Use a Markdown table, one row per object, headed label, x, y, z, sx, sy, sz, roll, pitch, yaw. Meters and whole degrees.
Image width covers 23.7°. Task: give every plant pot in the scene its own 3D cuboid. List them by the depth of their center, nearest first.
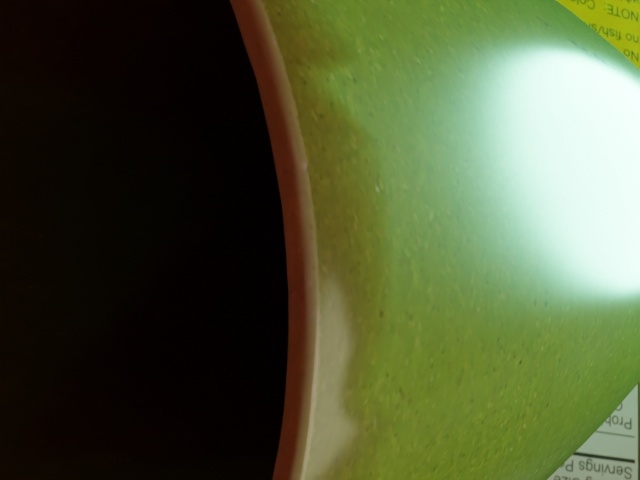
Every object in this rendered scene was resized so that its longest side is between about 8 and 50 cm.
| label | x | y | z | sx | sy | sz | roll | pitch | yaw |
| --- | --- | --- | --- | --- | --- | --- | --- | --- | --- |
| plant pot | 0.000 | 0.000 | 0.510 | 0.293 | 0.275 | 0.275 | -5 | 121 | -46 |

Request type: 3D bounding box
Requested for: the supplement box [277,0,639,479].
| label | x | y | z | sx | sy | sz | roll | pitch | yaw |
| --- | --- | --- | --- | --- | --- | --- | --- | --- | --- |
| supplement box | 0.038 | -0.005 | 0.770 | 0.195 | 0.194 | 0.356 | 147 | -50 | -62 |
